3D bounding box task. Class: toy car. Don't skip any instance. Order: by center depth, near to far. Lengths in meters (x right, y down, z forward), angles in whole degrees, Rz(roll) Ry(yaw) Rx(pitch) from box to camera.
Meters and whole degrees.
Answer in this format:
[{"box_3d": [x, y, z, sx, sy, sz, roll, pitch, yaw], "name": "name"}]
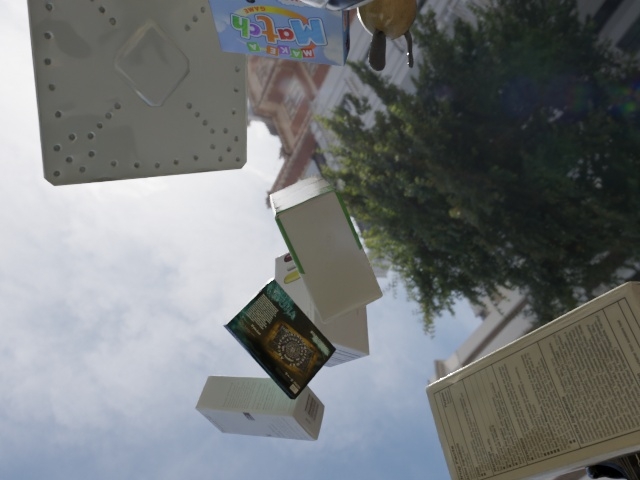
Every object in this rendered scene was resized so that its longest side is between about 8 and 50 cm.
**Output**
[{"box_3d": [0.079, -0.334, 0.828, 0.155, 0.149, 0.188, -22, -83, -40], "name": "toy car"}]

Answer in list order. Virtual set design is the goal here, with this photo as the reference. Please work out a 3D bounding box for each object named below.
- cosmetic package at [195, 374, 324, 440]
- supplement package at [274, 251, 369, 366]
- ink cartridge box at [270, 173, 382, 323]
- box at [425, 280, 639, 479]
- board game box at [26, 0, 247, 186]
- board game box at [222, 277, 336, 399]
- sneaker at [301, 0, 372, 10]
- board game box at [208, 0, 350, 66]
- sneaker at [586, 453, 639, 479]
[{"box_3d": [-0.121, 0.337, 1.166, 0.117, 0.231, 0.085, 58, -144, -40], "name": "cosmetic package"}, {"box_3d": [0.000, 0.166, 1.485, 0.204, 0.145, 0.261, 26, -130, -39], "name": "supplement package"}, {"box_3d": [0.000, 0.000, 0.789, 0.208, 0.087, 0.153, -120, 5, -76], "name": "ink cartridge box"}, {"box_3d": [0.274, 0.180, 0.649, 0.121, 0.311, 0.148, 6, -123, -33], "name": "box"}, {"box_3d": [-0.303, -0.308, 1.018, 0.390, 0.389, 0.050, -12, -159, -39], "name": "board game box"}, {"box_3d": [-0.070, 0.178, 1.055, 0.186, 0.026, 0.126, 50, -118, -9], "name": "board game box"}, {"box_3d": [0.050, -0.188, 0.236, 0.094, 0.235, 0.153, 64, -152, -7], "name": "sneaker"}, {"box_3d": [-0.050, -0.288, 0.629, 0.160, 0.211, 0.039, 10, -117, 9], "name": "board game box"}, {"box_3d": [0.365, 0.272, 0.773, 0.067, 0.078, 0.188, 36, 179, -29], "name": "sneaker"}]
